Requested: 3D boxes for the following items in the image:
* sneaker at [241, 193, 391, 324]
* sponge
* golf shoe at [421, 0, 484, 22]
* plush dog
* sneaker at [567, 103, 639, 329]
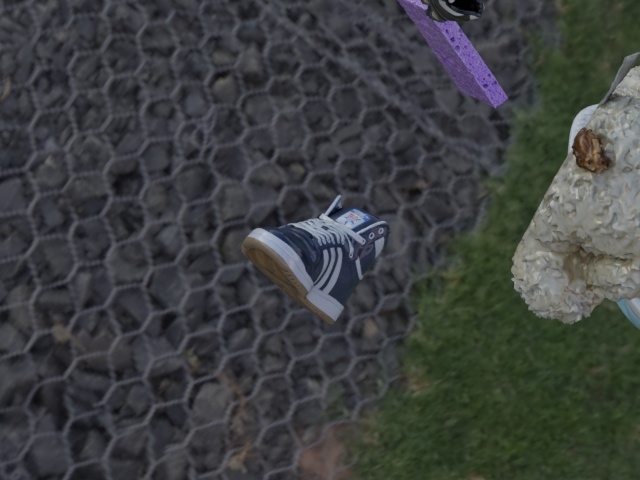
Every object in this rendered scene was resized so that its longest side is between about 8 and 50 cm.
[{"bbox_3d":[0.000,0.000,1.654,0.099,0.282,0.153,34,83,23],"label":"sneaker"},{"bbox_3d":[0.201,-0.296,1.987,0.031,0.117,0.210,-42,121,-3],"label":"sponge"},{"bbox_3d":[0.148,-0.358,1.678,0.198,0.094,0.077,41,81,-39],"label":"golf shoe"},{"bbox_3d":[0.312,-0.018,1.108,0.225,0.210,0.262,31,88,10],"label":"plush dog"},{"bbox_3d":[0.456,-0.023,1.982,0.135,0.150,0.366,-10,71,-4],"label":"sneaker"}]
